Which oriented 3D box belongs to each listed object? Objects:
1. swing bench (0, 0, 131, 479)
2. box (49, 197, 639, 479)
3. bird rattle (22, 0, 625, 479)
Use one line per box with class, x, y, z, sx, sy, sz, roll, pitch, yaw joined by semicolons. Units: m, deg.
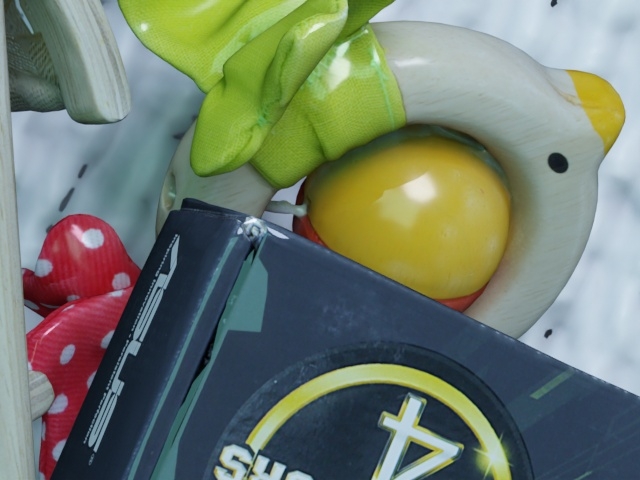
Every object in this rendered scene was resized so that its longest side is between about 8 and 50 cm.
swing bench;-0.209;-0.012;0.613;0.253;0.165;0.254;3;81;45
box;0.071;0.207;0.569;0.395;0.097;0.318;26;87;-19
bird rattle;0.000;0.000;0.643;0.207;0.143;0.253;10;117;-19
